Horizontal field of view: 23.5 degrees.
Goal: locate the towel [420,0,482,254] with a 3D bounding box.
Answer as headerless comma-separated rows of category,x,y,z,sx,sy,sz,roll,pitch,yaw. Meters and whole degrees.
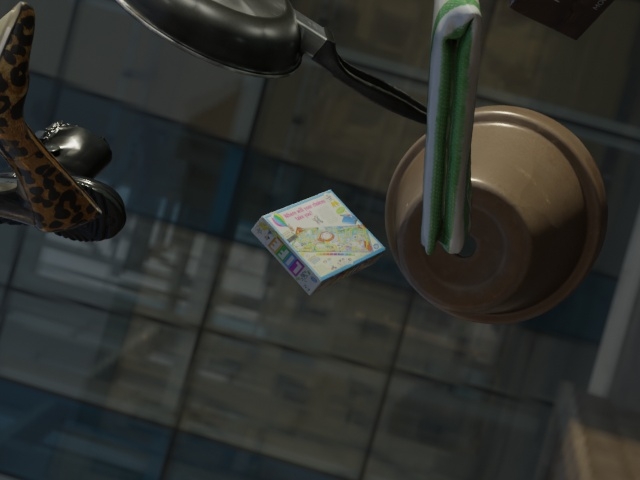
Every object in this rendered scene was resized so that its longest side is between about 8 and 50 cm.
towel,0.109,-0.183,1.176,0.248,0.038,0.325,88,-171,-47

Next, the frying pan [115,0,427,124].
frying pan,-0.042,-0.172,1.300,0.053,0.326,0.197,-58,1,26

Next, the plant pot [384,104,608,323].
plant pot,0.187,-0.013,1.750,0.229,0.263,0.263,-36,-38,-71

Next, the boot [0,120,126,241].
boot,-0.348,-0.092,2.186,0.207,0.246,0.094,-52,-38,-52

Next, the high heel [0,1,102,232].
high heel,-0.294,-0.128,1.658,0.261,0.186,0.093,-63,28,28

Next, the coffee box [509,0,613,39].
coffee box,0.346,-0.447,2.131,0.168,0.119,0.297,-48,29,40

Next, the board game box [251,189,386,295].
board game box,0.000,0.000,1.798,0.026,0.103,0.154,-50,-15,31
